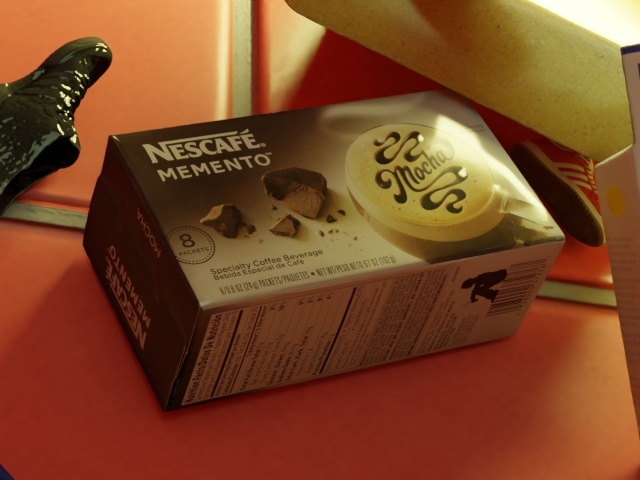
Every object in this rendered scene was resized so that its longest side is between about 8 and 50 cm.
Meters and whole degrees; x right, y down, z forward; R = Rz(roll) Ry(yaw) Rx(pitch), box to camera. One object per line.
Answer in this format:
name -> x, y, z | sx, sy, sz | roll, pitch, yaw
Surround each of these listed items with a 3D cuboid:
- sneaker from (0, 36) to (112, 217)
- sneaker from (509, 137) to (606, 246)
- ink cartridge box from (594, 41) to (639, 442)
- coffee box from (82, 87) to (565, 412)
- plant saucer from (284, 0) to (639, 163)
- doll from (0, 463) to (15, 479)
sneaker -> -0.207, -0.088, 1.256 | 0.170, 0.051, 0.089 | -33, 66, -33
sneaker -> 0.217, -0.047, 1.368 | 0.067, 0.042, 0.118 | -20, 56, -28
ink cartridge box -> 0.350, -0.014, 1.246 | 0.304, 0.072, 0.307 | -12, 94, -27
coffee box -> 0.000, 0.000, 1.195 | 0.297, 0.119, 0.168 | -10, 52, -28
plant saucer -> 0.169, -0.192, 1.376 | 0.333, 0.081, 0.333 | 27, 25, 6
doll -> -0.179, 0.208, 0.996 | 0.189, 0.046, 0.129 | 47, 42, 15
